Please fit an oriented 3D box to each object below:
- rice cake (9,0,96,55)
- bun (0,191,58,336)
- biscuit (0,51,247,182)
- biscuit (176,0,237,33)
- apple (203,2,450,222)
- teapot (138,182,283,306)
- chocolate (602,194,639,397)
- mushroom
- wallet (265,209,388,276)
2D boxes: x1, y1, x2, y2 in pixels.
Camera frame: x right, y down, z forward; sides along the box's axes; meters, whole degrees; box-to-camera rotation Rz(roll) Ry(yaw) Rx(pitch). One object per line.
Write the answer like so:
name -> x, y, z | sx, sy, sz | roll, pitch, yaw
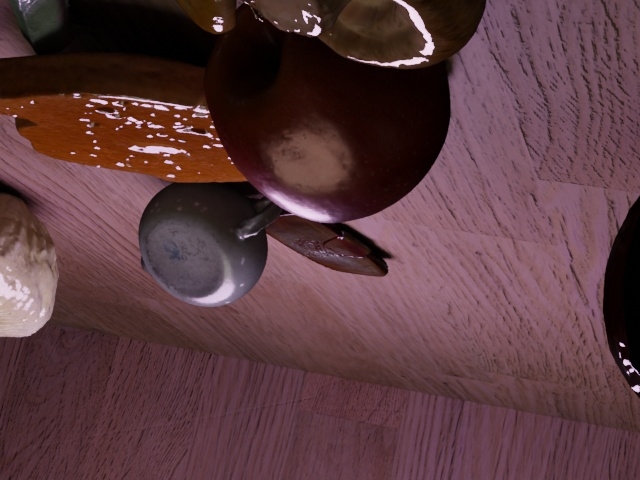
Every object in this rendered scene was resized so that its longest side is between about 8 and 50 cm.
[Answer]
rice cake -> -0.277, -0.258, 1.505 | 0.081, 0.051, 0.290 | -19, 169, -9
bun -> -0.603, 0.020, 2.496 | 0.348, 0.227, 0.352 | 14, 163, 0
biscuit -> -0.187, -0.138, 1.745 | 0.349, 0.078, 0.455 | 8, 171, 5
biscuit -> -0.128, -0.263, 1.069 | 0.203, 0.041, 0.260 | 19, 139, 60
apple -> 0.008, -0.131, 1.376 | 0.218, 0.218, 0.201 | 0, 163, 42
teapot -> -0.164, -0.002, 2.147 | 0.294, 0.129, 0.193 | -24, 106, 35
chocolate -> 0.460, 0.073, 1.493 | 0.383, 0.384, 0.331 | 11, 172, 9
mushroom -> 0.000, -0.229, 1.118 | 0.278, 0.146, 0.278 | 29, 164, 9
wallet -> 0.000, 0.000, 2.260 | 0.137, 0.031, 0.255 | 4, 163, 35
